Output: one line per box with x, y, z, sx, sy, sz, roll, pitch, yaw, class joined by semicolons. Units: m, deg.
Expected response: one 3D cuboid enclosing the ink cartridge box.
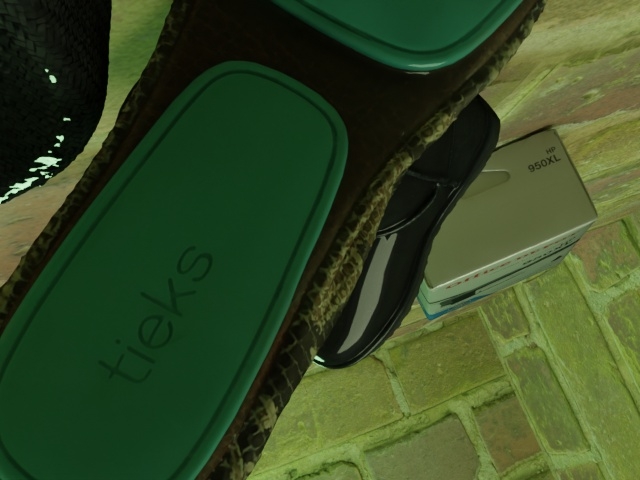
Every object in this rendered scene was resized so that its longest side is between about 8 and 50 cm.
0.280;-0.009;1.458;0.285;0.166;0.395;-24;166;2;ink cartridge box

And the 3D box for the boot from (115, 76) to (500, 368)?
-0.017;-0.020;0.778;0.445;0.146;0.367;-2;121;-64;boot

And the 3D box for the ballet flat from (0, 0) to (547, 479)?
-0.011;-0.072;0.436;0.483;0.164;0.182;-59;-178;-15;ballet flat

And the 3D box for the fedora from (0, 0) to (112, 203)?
-0.184;-0.103;0.372;0.334;0.152;0.334;-22;167;-5;fedora
